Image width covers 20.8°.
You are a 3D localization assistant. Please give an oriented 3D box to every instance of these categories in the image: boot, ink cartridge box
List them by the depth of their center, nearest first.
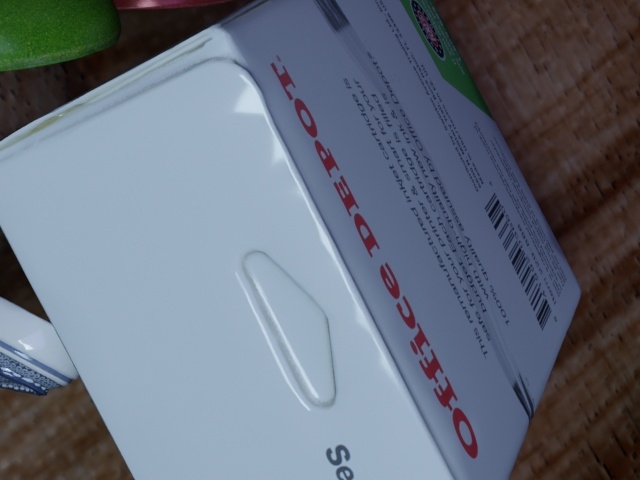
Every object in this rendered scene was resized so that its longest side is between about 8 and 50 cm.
[{"bbox_3d":[-0.175,0.057,0.710,0.069,0.190,0.086,37,70,-43],"label":"boot"},{"bbox_3d":[0.000,0.000,0.749,0.211,0.121,0.289,63,21,-7],"label":"ink cartridge box"}]

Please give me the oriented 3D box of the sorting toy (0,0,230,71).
[{"bbox_3d":[-0.132,-0.140,0.689,0.365,0.127,0.126,-34,128,-60],"label":"sorting toy"}]
